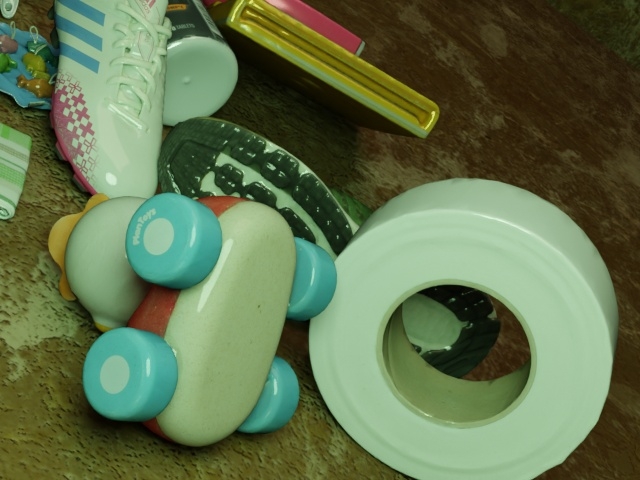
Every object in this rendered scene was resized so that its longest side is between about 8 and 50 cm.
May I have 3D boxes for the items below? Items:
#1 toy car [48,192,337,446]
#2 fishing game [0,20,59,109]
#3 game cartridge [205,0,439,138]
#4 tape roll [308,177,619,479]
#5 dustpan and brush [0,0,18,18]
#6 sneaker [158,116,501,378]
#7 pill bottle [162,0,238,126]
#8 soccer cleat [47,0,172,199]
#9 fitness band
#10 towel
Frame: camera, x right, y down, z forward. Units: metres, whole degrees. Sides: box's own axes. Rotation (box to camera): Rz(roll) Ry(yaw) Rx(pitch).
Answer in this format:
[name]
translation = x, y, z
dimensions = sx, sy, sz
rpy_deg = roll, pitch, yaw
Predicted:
[toy car]
translation = -0.151, 0.047, 1.126
dimensions = 0.238, 0.210, 0.219
rpy_deg = 17, -1, 33
[fishing game]
translation = -0.320, -0.199, 1.440
dimensions = 0.264, 0.041, 0.189
rpy_deg = 15, 30, -36
[game cartridge]
translation = -0.017, -0.226, 1.688
dimensions = 0.285, 0.053, 0.323
rpy_deg = 29, 1, -16
[tape roll]
translation = 0.136, 0.090, 1.230
dimensions = 0.286, 0.286, 0.100
rpy_deg = 36, 25, 1
[dustpan and brush]
translation = -0.369, -0.342, 1.581
dimensions = 0.147, 0.060, 0.211
rpy_deg = 6, 63, -13
[sneaker]
translation = 0.000, 0.000, 1.409
dimensions = 0.410, 0.158, 0.182
rpy_deg = 35, 14, -15
[pill bottle]
translation = -0.200, -0.259, 1.582
dimensions = 0.130, 0.130, 0.246
rpy_deg = 12, 33, -39
[soccer cleat]
translation = -0.213, -0.185, 1.372
dimensions = 0.116, 0.143, 0.331
rpy_deg = 22, 41, -42
[fitness band]
translation = -0.045, -0.292, 1.812
dimensions = 0.291, 0.054, 0.209
rpy_deg = 30, -2, -20
[towel]
translation = -0.336, -0.082, 1.249
dimensions = 0.113, 0.023, 0.152
rpy_deg = 29, 24, -20
